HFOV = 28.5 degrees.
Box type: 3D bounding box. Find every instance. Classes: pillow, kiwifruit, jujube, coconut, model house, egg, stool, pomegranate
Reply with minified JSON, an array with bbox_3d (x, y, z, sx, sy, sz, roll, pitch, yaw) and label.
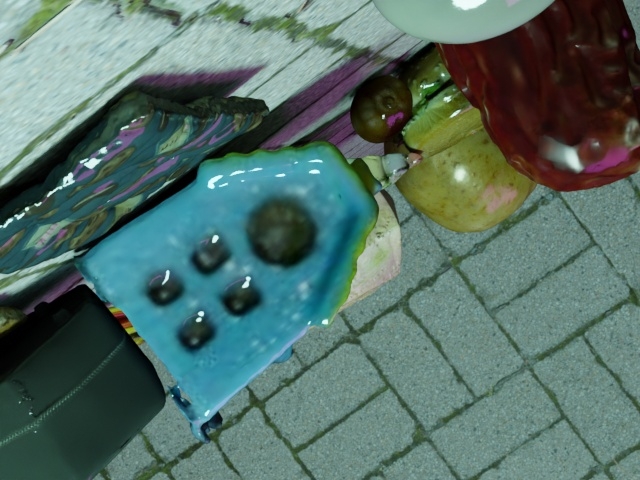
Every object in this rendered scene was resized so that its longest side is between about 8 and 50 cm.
[{"bbox_3d":[-0.140,-0.037,0.835,0.189,0.034,0.255,-36,179,15],"label":"pillow"},{"bbox_3d":[0.071,-0.153,1.479,0.075,0.075,0.124,-36,176,-3],"label":"kiwifruit"},{"bbox_3d":[0.177,-0.148,1.000,0.155,0.230,0.155,-20,171,-3],"label":"jujube"},{"bbox_3d":[0.000,0.000,1.752,0.245,0.233,0.233,-34,178,-21],"label":"coconut"},{"bbox_3d":[-0.066,0.017,1.254,0.303,0.215,0.237,-41,179,-3],"label":"model house"},{"bbox_3d":[0.082,-0.158,0.655,0.135,0.103,0.103,-34,180,37],"label":"egg"},{"bbox_3d":[-0.271,0.154,1.223,0.232,0.141,0.232,-33,-166,9],"label":"stool"},{"bbox_3d":[0.219,-0.138,1.956,0.260,0.260,0.260,-36,179,-1],"label":"pomegranate"}]

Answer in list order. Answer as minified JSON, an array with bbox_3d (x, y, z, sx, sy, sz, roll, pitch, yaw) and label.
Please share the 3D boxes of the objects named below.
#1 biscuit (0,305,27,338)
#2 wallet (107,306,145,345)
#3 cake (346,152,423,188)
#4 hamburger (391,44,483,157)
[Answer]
[{"bbox_3d":[-0.368,0.130,1.131,0.231,0.025,0.131,-36,-178,-6],"label":"biscuit"},{"bbox_3d":[-0.247,0.119,1.859,0.241,0.067,0.141,-15,175,-30],"label":"wallet"},{"bbox_3d":[0.014,-0.080,1.590,0.225,0.090,0.109,-25,179,-11],"label":"cake"},{"bbox_3d":[0.172,-0.195,1.583,0.215,0.122,0.189,-31,176,-3],"label":"hamburger"}]
